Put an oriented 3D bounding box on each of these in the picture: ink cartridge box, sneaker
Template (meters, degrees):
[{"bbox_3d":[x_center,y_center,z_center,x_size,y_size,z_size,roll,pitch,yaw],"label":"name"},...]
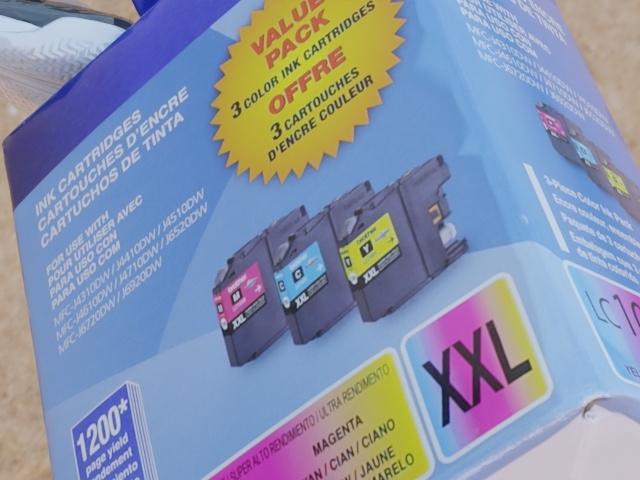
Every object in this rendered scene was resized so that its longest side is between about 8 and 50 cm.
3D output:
[{"bbox_3d":[0.000,0.000,0.754,0.151,0.270,0.395,30,32,-41],"label":"ink cartridge box"},{"bbox_3d":[-0.185,-0.164,0.937,0.101,0.268,0.153,39,70,-52],"label":"sneaker"}]
